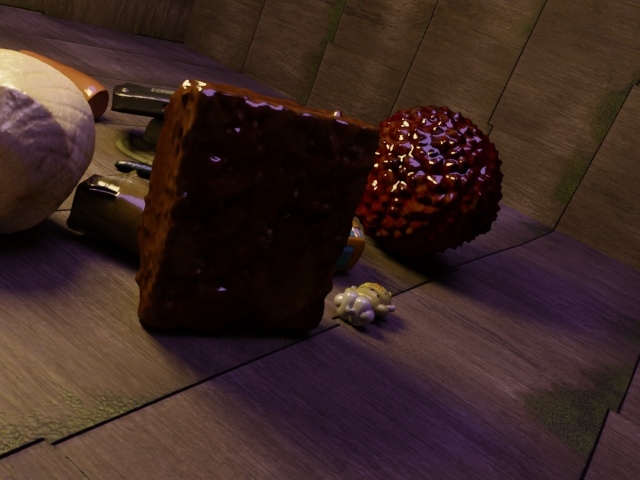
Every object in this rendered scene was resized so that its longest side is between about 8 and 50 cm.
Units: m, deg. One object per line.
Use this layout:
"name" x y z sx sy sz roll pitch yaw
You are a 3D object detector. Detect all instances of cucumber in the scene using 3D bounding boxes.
"cucumber" -0.441 -0.173 1.593 0.133 0.032 0.032 14 20 -18

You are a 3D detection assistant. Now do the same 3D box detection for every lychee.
"lychee" 0.277 -0.161 1.758 0.424 0.425 0.500 15 19 -18

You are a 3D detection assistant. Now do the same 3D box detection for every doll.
"doll" 0.091 0.126 1.313 0.106 0.062 0.162 25 20 22

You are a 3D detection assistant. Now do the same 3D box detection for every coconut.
"coconut" -0.540 -0.167 1.090 0.328 0.329 0.329 19 19 -7

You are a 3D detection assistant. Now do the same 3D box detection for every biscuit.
"biscuit" -0.112 -0.048 1.053 0.342 0.395 0.166 6 22 -37

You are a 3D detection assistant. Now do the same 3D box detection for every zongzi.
"zongzi" -0.320 -0.050 1.265 0.260 0.123 0.289 27 15 0

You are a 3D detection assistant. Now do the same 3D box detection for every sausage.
"sausage" -0.760 -0.453 1.866 0.304 0.121 0.121 27 19 11

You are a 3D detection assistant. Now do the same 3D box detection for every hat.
"hat" -0.427 -0.283 1.787 0.251 0.110 0.252 19 19 -7

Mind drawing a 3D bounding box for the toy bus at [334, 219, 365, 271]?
"toy bus" 0.000 0.000 1.469 0.209 0.126 0.136 7 33 -38

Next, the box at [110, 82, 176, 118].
"box" -0.421 -0.373 1.765 0.288 0.073 0.290 5 15 -14
